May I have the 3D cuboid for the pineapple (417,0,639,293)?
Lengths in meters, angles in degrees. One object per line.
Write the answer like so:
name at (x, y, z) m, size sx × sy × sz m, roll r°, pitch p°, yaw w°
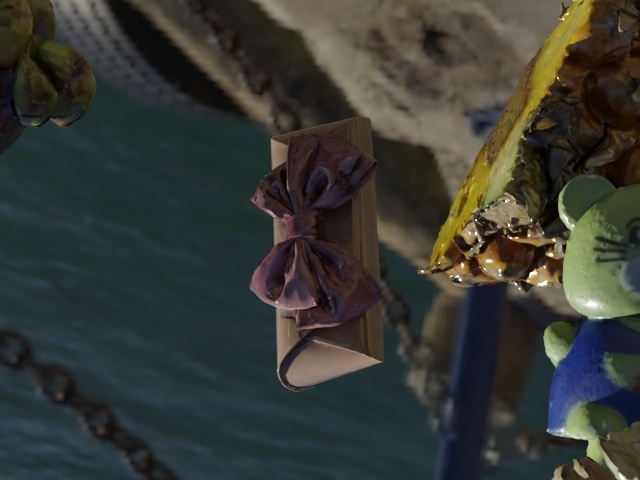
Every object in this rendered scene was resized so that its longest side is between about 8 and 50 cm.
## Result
pineapple at (0.169, -0.041, 1.094) m, size 0.140 × 0.249 × 0.164 m, roll 29°, pitch -168°, yaw -3°

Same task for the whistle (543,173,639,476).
whistle at (0.161, 0.068, 0.930) m, size 0.105 × 0.227 × 0.085 m, roll 8°, pitch 175°, yaw 8°

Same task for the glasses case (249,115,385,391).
glasses case at (0.000, 0.000, 1.303) m, size 0.070 × 0.193 × 0.102 m, roll 14°, pitch 155°, yaw -39°

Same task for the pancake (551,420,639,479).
pancake at (0.119, 0.120, 0.380) m, size 0.057 × 0.266 × 0.244 m, roll -35°, pitch 137°, yaw 11°

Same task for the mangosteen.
mangosteen at (-0.258, -0.126, 1.339) m, size 0.180 × 0.166 × 0.166 m, roll -7°, pitch 149°, yaw 7°
